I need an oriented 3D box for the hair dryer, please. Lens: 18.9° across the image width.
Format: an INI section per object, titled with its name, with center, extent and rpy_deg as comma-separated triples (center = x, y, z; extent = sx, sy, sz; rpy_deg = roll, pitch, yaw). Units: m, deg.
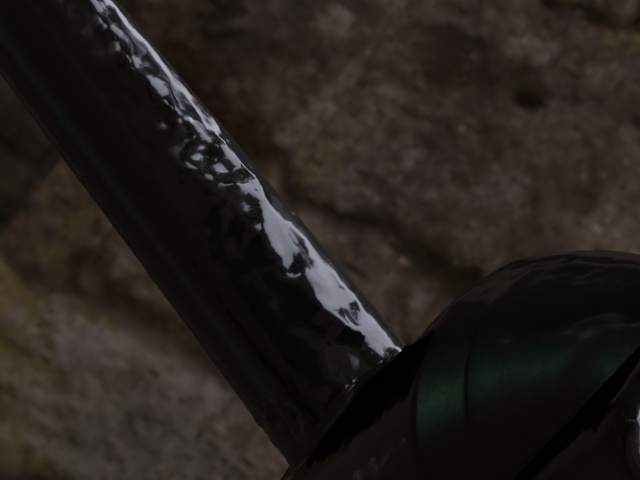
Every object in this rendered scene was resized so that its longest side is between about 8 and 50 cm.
[hair dryer]
center = 0.000, 0.000, 0.550
extent = 0.302, 0.116, 0.244
rpy_deg = 49, -35, 9
